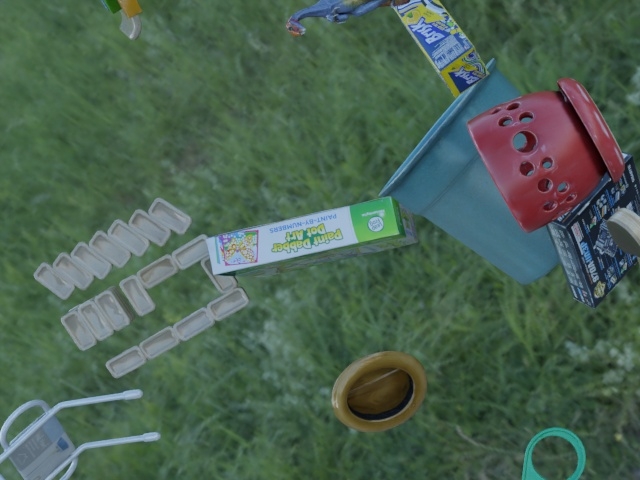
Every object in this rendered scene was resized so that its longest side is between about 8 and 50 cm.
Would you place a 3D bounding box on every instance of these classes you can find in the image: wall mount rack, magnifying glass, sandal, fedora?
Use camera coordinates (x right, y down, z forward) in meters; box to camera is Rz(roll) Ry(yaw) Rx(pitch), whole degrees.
[{"bbox_3d":[-0.495,0.423,1.766,0.304,0.130,0.350,-42,-27,-26],"label":"wall mount rack"},{"bbox_3d":[0.340,0.403,1.392,0.231,0.092,0.026,-57,-14,2],"label":"magnifying glass"},{"bbox_3d":[0.439,0.034,1.070,0.079,0.240,0.088,-42,30,-3],"label":"sandal"},{"bbox_3d":[0.109,0.283,1.701,0.194,0.194,0.079,-52,24,8],"label":"fedora"}]

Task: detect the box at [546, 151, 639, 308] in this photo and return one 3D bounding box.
[{"bbox_3d":[0.470,-0.018,1.449,0.175,0.220,0.051,-45,41,-13],"label":"box"}]

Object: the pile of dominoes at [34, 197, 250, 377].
[{"bbox_3d":[-0.250,0.062,1.222,0.251,0.196,0.040,-29,10,10],"label":"pile of dominoes"}]

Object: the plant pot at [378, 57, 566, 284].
[{"bbox_3d":[0.347,-0.113,1.681,0.341,0.334,0.341,-50,2,2],"label":"plant pot"}]

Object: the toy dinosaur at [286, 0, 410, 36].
[{"bbox_3d":[0.017,-0.173,0.659,0.082,0.090,0.047,-21,67,26],"label":"toy dinosaur"}]

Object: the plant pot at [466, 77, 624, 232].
[{"bbox_3d":[0.329,-0.132,1.262,0.174,0.191,0.191,-31,27,16],"label":"plant pot"}]

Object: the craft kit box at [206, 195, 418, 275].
[{"bbox_3d":[0.000,0.000,1.197,0.247,0.061,0.250,-16,-6,11],"label":"craft kit box"}]

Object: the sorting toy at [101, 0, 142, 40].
[{"bbox_3d":[-0.317,-0.386,1.204,0.041,0.229,0.307,-29,23,-7],"label":"sorting toy"}]

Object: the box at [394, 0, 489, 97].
[{"bbox_3d":[0.151,-0.264,1.121,0.054,0.059,0.169,-33,50,12],"label":"box"}]
